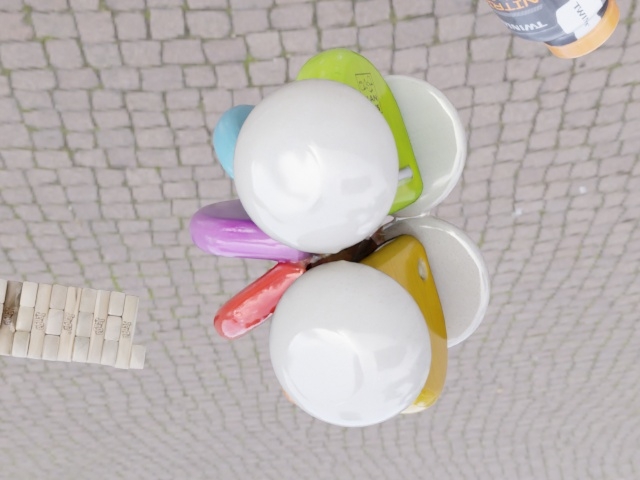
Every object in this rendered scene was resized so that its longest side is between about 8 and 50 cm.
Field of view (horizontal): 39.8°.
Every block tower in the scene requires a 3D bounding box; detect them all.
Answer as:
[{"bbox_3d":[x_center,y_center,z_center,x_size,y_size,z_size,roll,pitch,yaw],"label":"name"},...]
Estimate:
[{"bbox_3d":[-0.377,0.090,1.043,0.335,0.097,0.091,10,171,-19],"label":"block tower"}]

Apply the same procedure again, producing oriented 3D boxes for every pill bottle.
[{"bbox_3d":[0.223,-0.300,0.934,0.130,0.131,0.245,-26,134,32],"label":"pill bottle"}]

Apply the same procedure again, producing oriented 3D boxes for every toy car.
[{"bbox_3d":[0.000,0.000,0.446,0.136,0.182,0.159,-7,-171,28],"label":"toy car"}]
